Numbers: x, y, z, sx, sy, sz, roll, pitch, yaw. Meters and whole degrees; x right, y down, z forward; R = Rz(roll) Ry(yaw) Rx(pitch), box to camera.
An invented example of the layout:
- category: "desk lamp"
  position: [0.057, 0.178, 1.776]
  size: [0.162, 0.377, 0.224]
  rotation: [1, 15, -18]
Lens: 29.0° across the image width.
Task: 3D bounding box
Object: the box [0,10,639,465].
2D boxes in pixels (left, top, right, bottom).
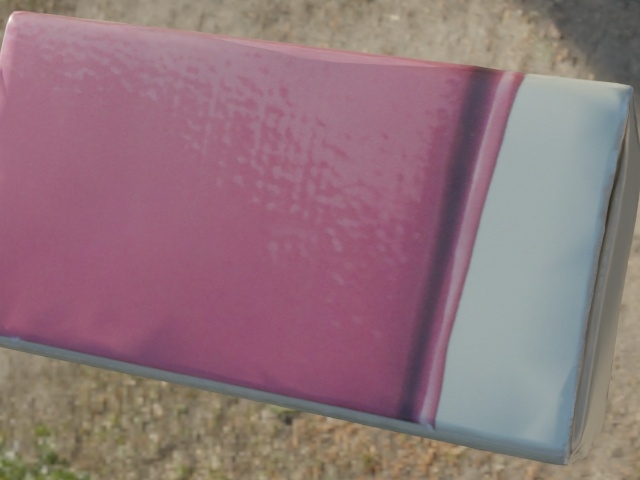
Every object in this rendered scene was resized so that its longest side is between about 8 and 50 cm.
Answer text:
- category: "box"
  position: [0.000, 0.000, 0.485]
  size: [0.232, 0.148, 0.127]
  rotation: [9, 86, 16]
